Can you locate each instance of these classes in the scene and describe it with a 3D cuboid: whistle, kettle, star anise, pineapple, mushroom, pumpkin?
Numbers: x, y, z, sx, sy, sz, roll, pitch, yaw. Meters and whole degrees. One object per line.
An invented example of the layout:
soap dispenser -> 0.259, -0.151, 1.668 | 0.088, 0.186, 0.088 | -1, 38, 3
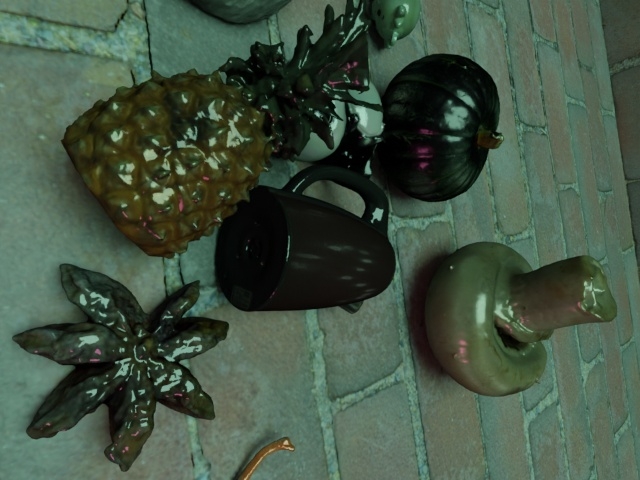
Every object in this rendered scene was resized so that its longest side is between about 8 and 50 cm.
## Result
whistle -> 0.142, -0.467, 0.764 | 0.092, 0.110, 0.244 | 8, 79, -4
kettle -> 0.000, 0.000, 0.559 | 0.232, 0.144, 0.202 | 9, 88, -45
star anise -> -0.192, 0.131, 0.425 | 0.212, 0.073, 0.196 | 13, 74, -36
pineapple -> -0.075, -0.130, 0.431 | 0.340, 0.169, 0.169 | -36, 110, -10
mushroom -> 0.350, 0.135, 0.738 | 0.293, 0.290, 0.292 | 10, 74, -37
pumpkin -> 0.213, -0.188, 0.719 | 0.250, 0.216, 0.249 | -25, 128, -37

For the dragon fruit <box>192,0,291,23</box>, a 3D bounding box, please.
dragon fruit -> -0.100, -0.422, 0.480 | 0.283, 0.221, 0.204 | 51, 50, -26

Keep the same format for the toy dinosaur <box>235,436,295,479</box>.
toy dinosaur -> -0.106, 0.369, 0.477 | 0.101, 0.055, 0.279 | 45, 59, 0

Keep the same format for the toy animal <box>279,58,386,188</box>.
toy animal -> -0.002, -0.168, 0.578 | 0.179, 0.138, 0.166 | 7, 64, -44
